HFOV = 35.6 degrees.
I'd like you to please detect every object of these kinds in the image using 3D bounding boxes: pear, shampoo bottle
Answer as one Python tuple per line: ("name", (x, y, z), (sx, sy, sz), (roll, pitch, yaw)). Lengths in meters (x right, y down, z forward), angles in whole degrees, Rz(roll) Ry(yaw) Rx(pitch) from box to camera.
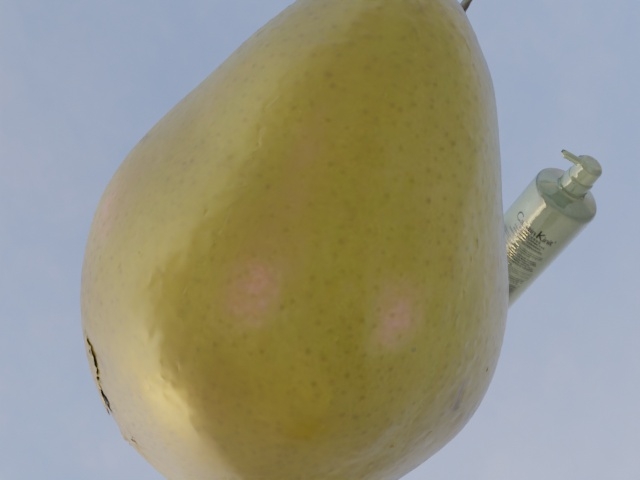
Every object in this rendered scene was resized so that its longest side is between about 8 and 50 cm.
("pear", (0.003, 0.010, 0.621), (0.285, 0.285, 0.336), (26, -57, -23))
("shampoo bottle", (0.258, -0.007, 1.217), (0.085, 0.085, 0.262), (12, -43, -21))
